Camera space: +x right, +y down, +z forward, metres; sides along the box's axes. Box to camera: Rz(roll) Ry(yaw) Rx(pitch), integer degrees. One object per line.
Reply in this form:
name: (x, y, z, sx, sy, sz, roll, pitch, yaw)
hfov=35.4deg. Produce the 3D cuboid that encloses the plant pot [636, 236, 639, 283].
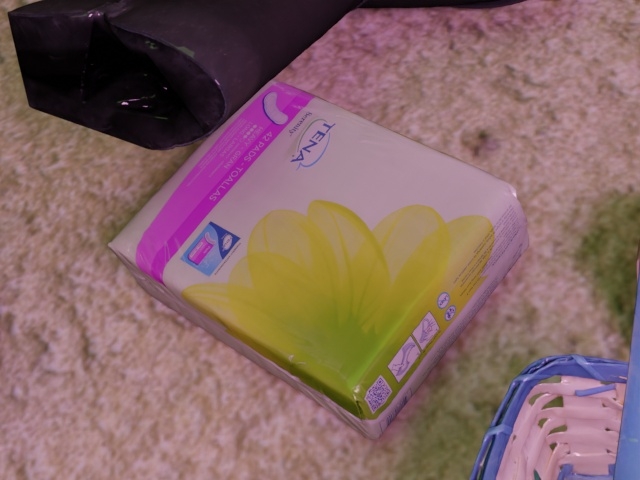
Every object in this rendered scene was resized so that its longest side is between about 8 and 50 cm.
plant pot: (0.294, 0.017, 0.758, 0.109, 0.109, 0.096, -2, 42, 16)

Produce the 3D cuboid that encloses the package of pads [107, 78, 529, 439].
package of pads: (0.000, 0.000, 0.859, 0.297, 0.101, 0.229, 29, 69, 32)

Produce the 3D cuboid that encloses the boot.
boot: (0.008, -0.220, 0.878, 0.367, 0.146, 0.445, 3, 26, 32)

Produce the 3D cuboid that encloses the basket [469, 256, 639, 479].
basket: (0.175, 0.174, 0.557, 0.201, 0.289, 0.254, 10, 56, 17)
